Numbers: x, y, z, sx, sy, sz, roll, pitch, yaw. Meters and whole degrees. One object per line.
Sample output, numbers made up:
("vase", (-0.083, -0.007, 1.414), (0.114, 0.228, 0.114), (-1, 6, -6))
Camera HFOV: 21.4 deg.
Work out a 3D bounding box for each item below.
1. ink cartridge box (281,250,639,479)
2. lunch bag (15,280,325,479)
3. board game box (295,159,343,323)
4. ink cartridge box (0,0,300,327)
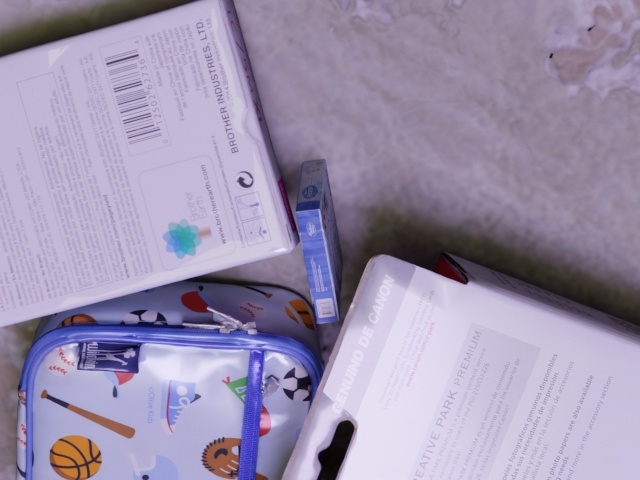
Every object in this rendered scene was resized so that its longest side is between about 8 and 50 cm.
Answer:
("ink cartridge box", (0.102, 0.179, 1.250), (0.271, 0.130, 0.309), (21, 96, -8))
("lunch bag", (-0.109, 0.170, 1.307), (0.243, 0.115, 0.303), (5, 116, -3))
("board game box", (0.000, 0.000, 1.233), (0.020, 0.090, 0.090), (-7, 115, 7))
("ink cartridge box", (-0.188, -0.044, 1.208), (0.311, 0.065, 0.186), (-15, 95, 6))
